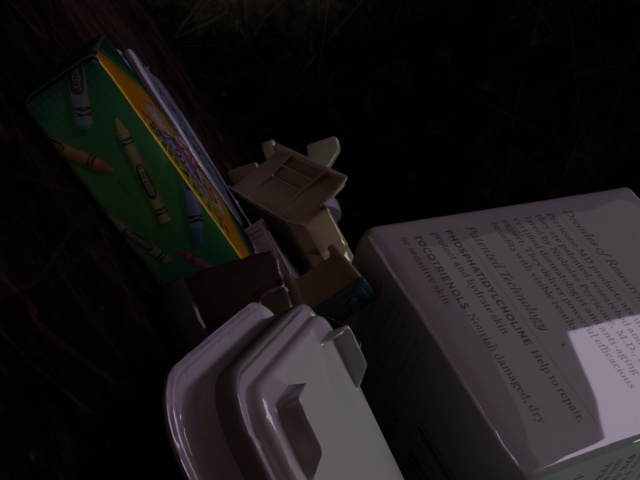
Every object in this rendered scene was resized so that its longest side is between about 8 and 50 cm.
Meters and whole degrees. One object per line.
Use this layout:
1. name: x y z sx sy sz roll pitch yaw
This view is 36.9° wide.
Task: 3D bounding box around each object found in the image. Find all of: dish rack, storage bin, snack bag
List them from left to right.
1. snack bag: -0.218 -0.149 1.590 0.323 0.037 0.342 58 0 1
2. storage bin: 0.000 0.000 1.612 0.260 0.123 0.262 30 -25 55
3. dish rack: 0.024 0.201 0.680 0.333 0.072 0.285 65 12 -3

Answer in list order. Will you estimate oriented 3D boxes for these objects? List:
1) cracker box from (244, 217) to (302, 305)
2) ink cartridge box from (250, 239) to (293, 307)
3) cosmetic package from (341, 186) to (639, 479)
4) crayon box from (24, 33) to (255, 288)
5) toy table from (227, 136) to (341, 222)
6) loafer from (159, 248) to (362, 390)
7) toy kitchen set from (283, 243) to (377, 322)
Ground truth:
1. cracker box: -0.047 0.095 1.460 0.156 0.067 0.232 57 3 -45
2. ink cartridge box: -0.080 0.073 1.180 0.150 0.063 0.109 57 3 9
3. cosmetic package: 0.243 0.181 1.120 0.327 0.393 0.329 58 -35 36
4. crayon box: -0.168 -0.059 0.951 0.278 0.081 0.165 56 3 -20
5. toy table: -0.063 -0.111 2.071 0.274 0.252 0.161 85 -10 -78
6. loafer: -0.005 0.150 0.919 0.366 0.130 0.134 55 4 -38
7. toy kitchen set: 0.012 0.131 1.049 0.122 0.166 0.207 59 4 35
